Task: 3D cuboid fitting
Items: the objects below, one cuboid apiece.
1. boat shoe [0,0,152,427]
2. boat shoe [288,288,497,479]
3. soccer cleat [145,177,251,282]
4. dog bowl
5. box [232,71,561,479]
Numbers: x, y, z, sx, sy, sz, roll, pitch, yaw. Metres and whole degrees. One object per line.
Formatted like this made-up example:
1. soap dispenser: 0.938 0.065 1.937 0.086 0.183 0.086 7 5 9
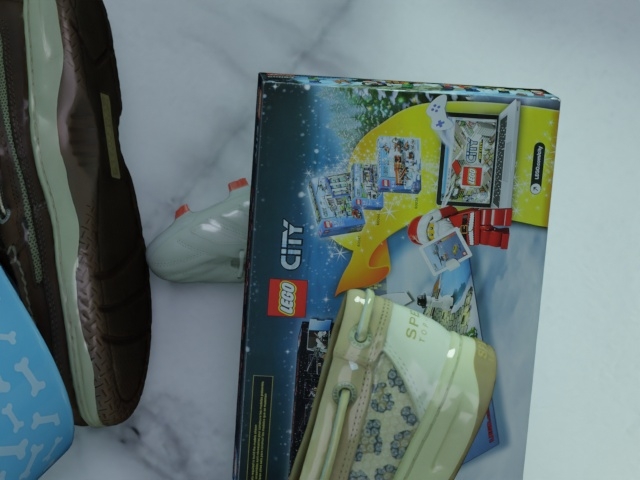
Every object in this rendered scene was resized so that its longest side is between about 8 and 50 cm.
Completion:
1. boat shoe: -0.158 -0.019 0.924 0.095 0.095 0.257 -10 76 14
2. boat shoe: -0.011 0.163 0.853 0.089 0.104 0.285 28 90 -7
3. soccer cleat: 0.000 0.000 0.938 0.196 0.068 0.076 -14 71 -13
4. dog bowl: -0.227 0.012 0.852 0.074 0.166 0.297 -31 93 -26
5. box: 0.038 0.030 0.897 0.159 0.044 0.233 3 101 -6
